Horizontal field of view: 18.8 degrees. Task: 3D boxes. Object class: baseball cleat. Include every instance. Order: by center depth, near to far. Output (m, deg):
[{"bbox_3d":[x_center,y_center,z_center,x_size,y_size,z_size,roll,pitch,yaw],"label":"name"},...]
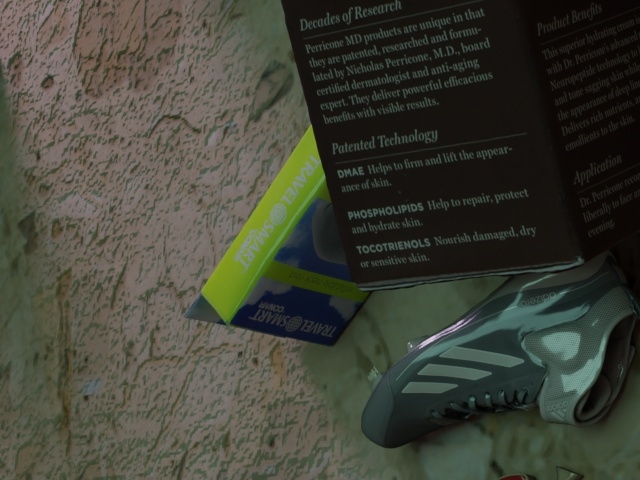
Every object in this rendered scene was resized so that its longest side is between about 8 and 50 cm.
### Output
[{"bbox_3d":[0.110,0.086,1.179,0.206,0.072,0.109,-46,58,29],"label":"baseball cleat"}]

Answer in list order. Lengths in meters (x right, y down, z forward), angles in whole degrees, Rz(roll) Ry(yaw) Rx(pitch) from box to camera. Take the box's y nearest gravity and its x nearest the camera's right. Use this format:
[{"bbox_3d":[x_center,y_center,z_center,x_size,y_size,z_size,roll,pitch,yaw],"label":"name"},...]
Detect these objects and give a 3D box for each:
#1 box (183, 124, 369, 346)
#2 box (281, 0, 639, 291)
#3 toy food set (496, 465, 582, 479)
[{"bbox_3d":[0.000,0.000,1.277,0.178,0.109,0.042,-55,50,17],"label":"box"},{"bbox_3d":[0.105,-0.094,1.120,0.167,0.168,0.203,-8,101,43],"label":"box"},{"bbox_3d":[0.115,0.195,1.178,0.078,0.019,0.122,4,81,43],"label":"toy food set"}]
